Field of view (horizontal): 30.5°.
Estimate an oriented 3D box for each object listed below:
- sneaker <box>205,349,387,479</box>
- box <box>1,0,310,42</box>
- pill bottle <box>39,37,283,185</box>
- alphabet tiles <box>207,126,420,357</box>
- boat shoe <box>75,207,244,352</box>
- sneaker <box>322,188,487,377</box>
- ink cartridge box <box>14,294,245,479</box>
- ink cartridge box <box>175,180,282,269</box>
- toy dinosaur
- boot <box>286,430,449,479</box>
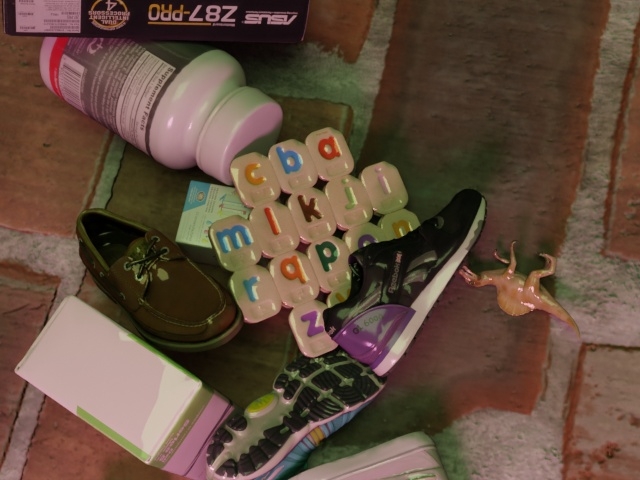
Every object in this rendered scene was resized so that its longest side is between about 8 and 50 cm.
[{"bbox_3d":[-0.033,0.234,1.490,0.275,0.110,0.107,-32,53,-24],"label":"sneaker"},{"bbox_3d":[-0.234,-0.399,1.606,0.394,0.097,0.318,-2,46,-14],"label":"box"},{"bbox_3d":[-0.214,-0.207,1.608,0.318,0.176,0.176,33,78,20],"label":"pill bottle"},{"bbox_3d":[0.000,0.000,1.542,0.284,0.021,0.278,-21,85,-23],"label":"alphabet tiles"},{"bbox_3d":[-0.223,0.046,1.499,0.307,0.104,0.110,23,55,42],"label":"boat shoe"},{"bbox_3d":[0.108,0.026,1.511,0.124,0.107,0.283,35,68,-3],"label":"sneaker"},{"bbox_3d":[-0.220,0.189,1.436,0.198,0.273,0.115,31,80,15],"label":"ink cartridge box"},{"bbox_3d":[-0.109,-0.015,1.587,0.143,0.090,0.092,10,73,10],"label":"ink cartridge box"},{"bbox_3d":[0.277,0.060,1.547,0.183,0.053,0.093,26,92,22],"label":"toy dinosaur"},{"bbox_3d":[0.040,0.338,1.446,0.258,0.095,0.123,-22,64,-2],"label":"boot"}]
